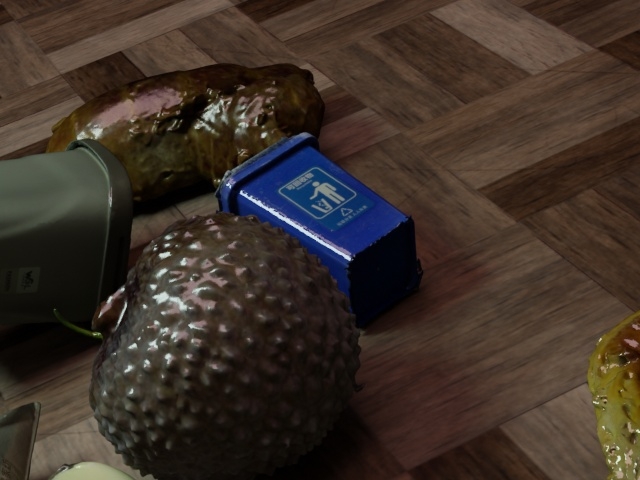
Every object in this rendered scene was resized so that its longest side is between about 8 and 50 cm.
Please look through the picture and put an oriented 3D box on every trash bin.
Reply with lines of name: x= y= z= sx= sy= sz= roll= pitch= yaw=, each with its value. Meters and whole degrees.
trash bin: x=-0.375 y=-0.001 z=1.956 sx=0.250 sy=0.220 sz=0.219 roll=-5 pitch=25 yaw=-36
trash bin: x=0.000 y=0.000 z=1.938 sx=0.162 sy=0.184 sz=0.234 roll=-35 pitch=47 yaw=-29

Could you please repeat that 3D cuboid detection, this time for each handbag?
handbag: x=-0.381 y=0.285 z=1.668 sx=0.182 sy=0.117 sz=0.270 roll=-15 pitch=38 yaw=6

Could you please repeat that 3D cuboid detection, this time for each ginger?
ginger: x=-0.183 y=-0.143 z=2.228 sx=0.418 sy=0.176 sz=0.254 roll=-15 pitch=24 yaw=-9

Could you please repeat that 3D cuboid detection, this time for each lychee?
lychee: x=-0.105 y=0.123 z=1.678 sx=0.300 sy=0.300 sz=0.300 roll=-11 pitch=31 yaw=7

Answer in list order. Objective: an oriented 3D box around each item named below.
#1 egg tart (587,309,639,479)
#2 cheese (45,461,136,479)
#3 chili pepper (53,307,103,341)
egg tart: x=0.415 y=0.167 z=1.474 sx=0.339 sy=0.153 sz=0.351 roll=-14 pitch=30 yaw=2
cheese: x=-0.196 y=0.300 z=1.630 sx=0.255 sy=0.050 sz=0.127 roll=12 pitch=40 yaw=38
chili pepper: x=-0.214 y=0.118 z=1.916 sx=0.204 sy=0.073 sz=0.072 roll=7 pitch=18 yaw=14
